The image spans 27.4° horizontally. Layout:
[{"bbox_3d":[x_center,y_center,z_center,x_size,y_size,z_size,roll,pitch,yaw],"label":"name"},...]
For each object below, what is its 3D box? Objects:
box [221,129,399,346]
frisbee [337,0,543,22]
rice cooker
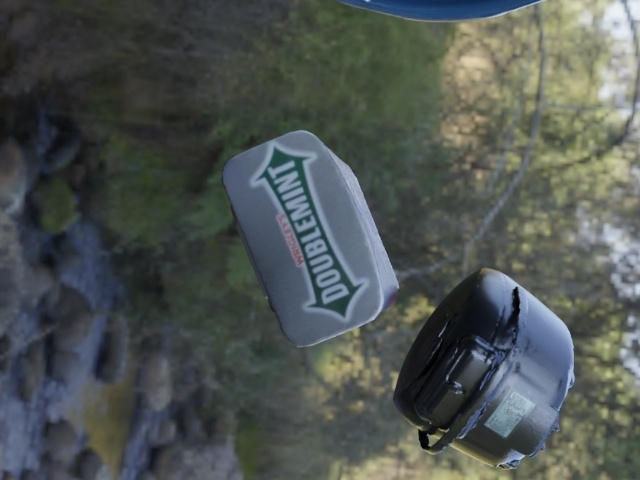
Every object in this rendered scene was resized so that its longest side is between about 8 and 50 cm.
[{"bbox_3d":[0.000,0.000,0.828,0.224,0.069,0.120,24,44,-84],"label":"box"},{"bbox_3d":[0.059,-0.254,0.880,0.289,0.289,0.049,88,16,-61],"label":"frisbee"},{"bbox_3d":[0.132,0.102,1.054,0.142,0.118,0.203,-57,-177,17],"label":"rice cooker"}]
